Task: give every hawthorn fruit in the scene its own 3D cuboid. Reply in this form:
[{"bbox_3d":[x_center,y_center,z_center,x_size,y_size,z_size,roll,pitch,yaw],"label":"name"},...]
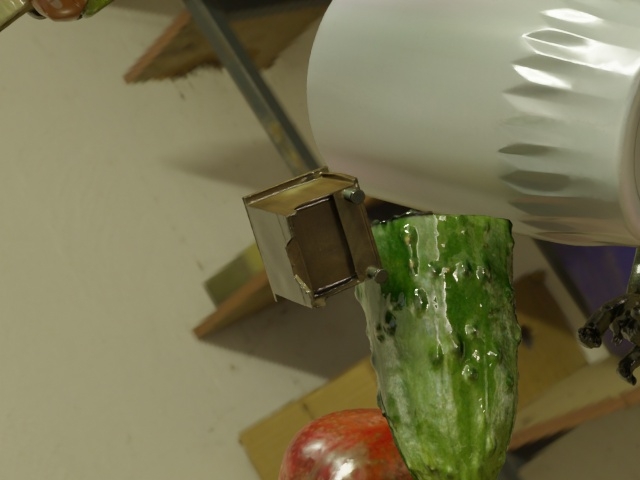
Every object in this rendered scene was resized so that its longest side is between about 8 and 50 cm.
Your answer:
[{"bbox_3d":[0.067,0.217,1.029,0.204,0.162,0.162,-21,-14,-22],"label":"hawthorn fruit"}]

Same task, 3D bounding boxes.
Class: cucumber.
[{"bbox_3d":[0.098,0.101,0.869,0.134,0.244,0.134,-6,-17,-2],"label":"cucumber"}]

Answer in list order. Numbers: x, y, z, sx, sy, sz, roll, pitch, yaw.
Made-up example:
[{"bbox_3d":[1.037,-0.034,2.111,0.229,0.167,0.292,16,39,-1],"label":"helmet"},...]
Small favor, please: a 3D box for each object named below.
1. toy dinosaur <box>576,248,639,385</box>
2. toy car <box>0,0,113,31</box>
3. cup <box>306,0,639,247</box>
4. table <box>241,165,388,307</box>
[{"bbox_3d":[0.359,0.059,1.189,0.179,0.087,0.187,-48,1,-11],"label":"toy dinosaur"},{"bbox_3d":[-0.344,-0.308,1.345,0.235,0.145,0.235,-32,16,10],"label":"toy car"},{"bbox_3d":[0.187,-0.131,1.038,0.253,0.253,0.372,-25,28,-34],"label":"cup"},{"bbox_3d":[0.000,0.000,0.802,0.070,0.083,0.082,-21,15,-19],"label":"table"}]
